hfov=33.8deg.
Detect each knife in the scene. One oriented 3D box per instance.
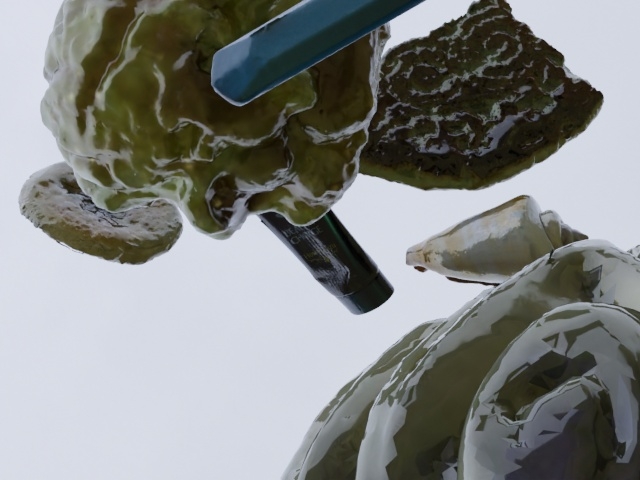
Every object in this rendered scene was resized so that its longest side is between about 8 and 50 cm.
[{"bbox_3d":[0.076,-0.148,0.491,0.297,0.026,0.044,-29,-106,8],"label":"knife"}]

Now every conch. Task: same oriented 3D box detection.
[{"bbox_3d":[0.246,-0.002,1.466,0.158,0.255,0.127,19,-103,-66],"label":"conch"}]

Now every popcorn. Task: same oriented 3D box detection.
[{"bbox_3d":[-0.090,-0.128,0.854,0.282,0.247,0.282,-14,-50,-17],"label":"popcorn"}]

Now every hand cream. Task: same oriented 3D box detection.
[{"bbox_3d":[0.000,0.000,1.580,0.120,0.061,0.270,-25,-64,36],"label":"hand cream"}]

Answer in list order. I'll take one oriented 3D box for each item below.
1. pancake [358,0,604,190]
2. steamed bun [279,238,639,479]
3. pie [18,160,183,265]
[{"bbox_3d":[0.181,-0.201,1.566,0.427,0.304,0.067,-21,-26,-3],"label":"pancake"},{"bbox_3d":[0.135,0.161,0.520,0.247,0.352,0.339,36,-102,-57],"label":"steamed bun"},{"bbox_3d":[-0.291,-0.031,1.388,0.218,0.185,0.052,17,-57,-8],"label":"pie"}]
